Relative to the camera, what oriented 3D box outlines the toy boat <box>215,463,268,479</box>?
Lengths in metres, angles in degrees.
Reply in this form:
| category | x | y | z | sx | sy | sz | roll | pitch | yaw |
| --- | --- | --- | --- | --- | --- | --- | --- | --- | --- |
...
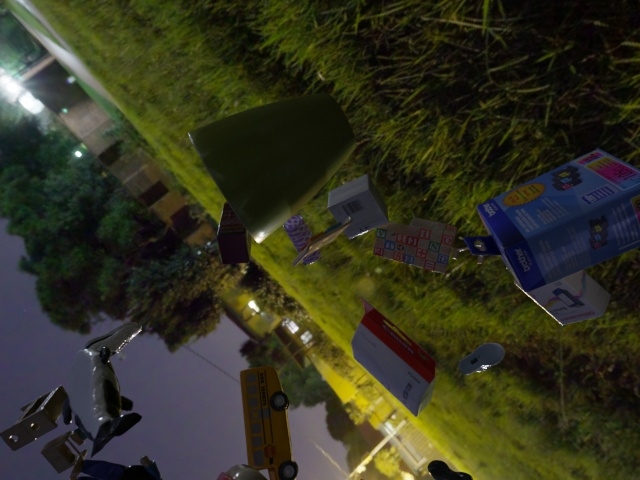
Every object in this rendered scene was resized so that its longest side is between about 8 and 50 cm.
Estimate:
| category | x | y | z | sx | sy | sz | roll | pitch | yaw |
| --- | --- | --- | --- | --- | --- | --- | --- | --- | --- |
| toy boat | -0.094 | 0.464 | 0.624 | 0.231 | 0.151 | 0.151 | 46 | 150 | 2 |

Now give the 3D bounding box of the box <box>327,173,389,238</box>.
| category | x | y | z | sx | sy | sz | roll | pitch | yaw |
| --- | --- | --- | --- | --- | --- | --- | --- | --- | --- |
| box | 0.148 | -0.131 | 1.648 | 0.182 | 0.181 | 0.119 | 53 | -154 | -31 |

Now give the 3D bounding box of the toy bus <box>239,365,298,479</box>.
| category | x | y | z | sx | sy | sz | roll | pitch | yaw |
| --- | --- | --- | --- | --- | --- | --- | --- | --- | --- |
| toy bus | -0.145 | 0.533 | 1.194 | 0.108 | 0.130 | 0.333 | 93 | 167 | -64 |

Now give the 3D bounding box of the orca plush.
| category | x | y | z | sx | sy | sz | roll | pitch | yaw |
| --- | --- | --- | --- | --- | --- | --- | --- | --- | --- |
| orca plush | -0.384 | 0.287 | 0.785 | 0.287 | 0.151 | 0.102 | 1 | 157 | 46 |

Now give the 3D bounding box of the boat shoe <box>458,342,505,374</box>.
| category | x | y | z | sx | sy | sz | roll | pitch | yaw |
| --- | --- | --- | --- | --- | --- | --- | --- | --- | --- |
| boat shoe | 0.510 | 0.357 | 1.293 | 0.183 | 0.083 | 0.065 | -53 | 47 | 48 |

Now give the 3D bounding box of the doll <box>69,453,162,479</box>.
| category | x | y | z | sx | sy | sz | roll | pitch | yaw |
| --- | --- | --- | --- | --- | --- | --- | --- | --- | --- |
| doll | -0.347 | 0.441 | 0.754 | 0.189 | 0.129 | 0.046 | 21 | -171 | -16 |

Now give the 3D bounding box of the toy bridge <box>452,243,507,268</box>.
| category | x | y | z | sx | sy | sz | roll | pitch | yaw |
| --- | --- | --- | --- | --- | --- | --- | --- | --- | --- |
| toy bridge | 0.512 | 0.043 | 1.339 | 0.188 | 0.063 | 0.026 | 12 | 180 | 32 |

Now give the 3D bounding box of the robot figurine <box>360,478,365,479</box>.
| category | x | y | z | sx | sy | sz | roll | pitch | yaw |
| --- | --- | --- | --- | --- | --- | --- | --- | --- | --- |
| robot figurine | 0.235 | 0.843 | 1.321 | 0.211 | 0.085 | 0.291 | 45 | 146 | -16 |

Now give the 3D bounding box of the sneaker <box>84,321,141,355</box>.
| category | x | y | z | sx | sy | sz | roll | pitch | yaw |
| --- | --- | --- | --- | --- | --- | --- | --- | --- | --- |
| sneaker | -0.876 | 0.439 | 1.812 | 0.095 | 0.235 | 0.090 | 41 | 146 | 32 |

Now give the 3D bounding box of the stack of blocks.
| category | x | y | z | sx | sy | sz | roll | pitch | yaw |
| --- | --- | --- | --- | --- | --- | --- | --- | --- | --- |
| stack of blocks | 0.370 | 0.003 | 1.674 | 0.297 | 0.087 | 0.171 | 15 | 121 | 19 |

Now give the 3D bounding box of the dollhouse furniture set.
| category | x | y | z | sx | sy | sz | roll | pitch | yaw |
| --- | --- | --- | --- | --- | --- | --- | --- | --- | --- |
| dollhouse furniture set | -0.757 | 0.541 | 1.185 | 0.184 | 0.129 | 0.129 | 63 | 176 | -15 |

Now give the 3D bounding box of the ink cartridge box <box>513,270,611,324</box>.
| category | x | y | z | sx | sy | sz | roll | pitch | yaw |
| --- | --- | --- | --- | --- | --- | --- | --- | --- | --- |
| ink cartridge box | 0.740 | 0.147 | 1.298 | 0.212 | 0.093 | 0.154 | 41 | 152 | 0 |

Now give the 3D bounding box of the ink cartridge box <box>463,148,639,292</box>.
| category | x | y | z | sx | sy | sz | roll | pitch | yaw |
| --- | --- | --- | --- | --- | --- | --- | --- | --- | --- |
| ink cartridge box | 0.569 | -0.042 | 1.046 | 0.151 | 0.395 | 0.270 | 55 | -162 | -19 |

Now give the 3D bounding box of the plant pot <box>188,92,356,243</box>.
| category | x | y | z | sx | sy | sz | roll | pitch | yaw |
| --- | --- | --- | --- | --- | --- | --- | --- | --- | --- |
| plant pot | -0.082 | -0.187 | 0.917 | 0.275 | 0.293 | 0.275 | 58 | 176 | 6 |

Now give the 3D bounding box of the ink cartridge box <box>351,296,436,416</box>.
| category | x | y | z | sx | sy | sz | roll | pitch | yaw |
| --- | --- | --- | --- | --- | --- | --- | --- | --- | --- |
| ink cartridge box | 0.228 | 0.392 | 1.389 | 0.308 | 0.091 | 0.385 | 39 | 159 | 32 |

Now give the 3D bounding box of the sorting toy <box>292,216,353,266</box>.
| category | x | y | z | sx | sy | sz | roll | pitch | yaw |
| --- | --- | --- | --- | --- | --- | --- | --- | --- | --- |
| sorting toy | 0.000 | 0.000 | 1.439 | 0.038 | 0.208 | 0.193 | 53 | 154 | 5 |

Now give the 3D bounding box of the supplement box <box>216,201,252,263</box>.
| category | x | y | z | sx | sy | sz | roll | pitch | yaw |
| --- | --- | --- | --- | --- | --- | --- | --- | --- | --- |
| supplement box | -0.251 | -0.027 | 1.259 | 0.188 | 0.080 | 0.104 | -97 | 5 | -55 |

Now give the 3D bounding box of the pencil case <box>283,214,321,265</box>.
| category | x | y | z | sx | sy | sz | roll | pitch | yaw |
| --- | --- | --- | --- | --- | --- | --- | --- | --- | --- |
| pencil case | -0.068 | -0.002 | 1.633 | 0.088 | 0.086 | 0.206 | 44 | 163 | 52 |

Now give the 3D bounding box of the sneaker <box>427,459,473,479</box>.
| category | x | y | z | sx | sy | sz | roll | pitch | yaw |
| --- | --- | --- | --- | --- | --- | --- | --- | --- | --- |
| sneaker | 0.353 | 0.626 | 1.070 | 0.170 | 0.051 | 0.089 | -14 | 110 | 58 |
